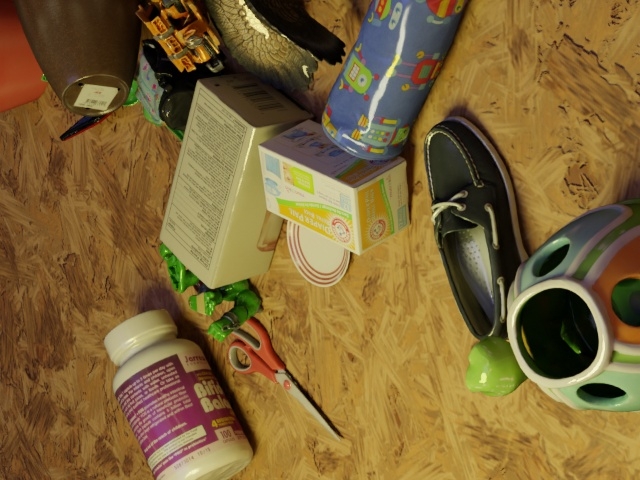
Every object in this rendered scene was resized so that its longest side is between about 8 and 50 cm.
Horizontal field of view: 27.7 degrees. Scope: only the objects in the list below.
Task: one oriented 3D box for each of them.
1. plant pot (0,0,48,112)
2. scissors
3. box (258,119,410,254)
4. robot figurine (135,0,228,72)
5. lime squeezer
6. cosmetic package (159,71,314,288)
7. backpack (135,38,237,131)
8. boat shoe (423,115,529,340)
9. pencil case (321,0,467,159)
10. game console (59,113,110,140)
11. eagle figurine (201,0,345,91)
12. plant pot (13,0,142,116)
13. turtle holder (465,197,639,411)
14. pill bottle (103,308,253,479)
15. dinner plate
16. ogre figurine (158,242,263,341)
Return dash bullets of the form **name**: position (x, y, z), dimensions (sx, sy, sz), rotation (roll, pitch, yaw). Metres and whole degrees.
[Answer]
- **plant pot**: position (-0.661, -0.345, 2.447), dimensions (0.275, 0.243, 0.274), rotation (17, 114, 45)
- **scissors**: position (-0.061, 0.213, 2.093), dimensions (0.297, 0.021, 0.109), rotation (31, 121, 41)
- **box**: position (0.019, -0.078, 1.839), dimensions (0.203, 0.103, 0.114), rotation (26, 134, 42)
- **robot figurine**: position (-0.230, -0.363, 1.963), dimensions (0.211, 0.085, 0.291), rotation (54, -172, -42)
- **lime squeezer**: position (-0.308, -0.230, 2.197), dimensions (0.310, 0.110, 0.058), rotation (29, 108, 5)
- **cosmetic package**: position (-0.132, -0.094, 2.006), dimensions (0.153, 0.129, 0.296), rotation (42, 128, 32)
- **backpack**: position (-0.226, -0.248, 2.063), dimensions (0.182, 0.152, 0.115), rotation (50, 129, 42)
- **boat shoe**: position (0.196, -0.016, 1.682), dimensions (0.114, 0.091, 0.302), rotation (-33, 76, 48)
- **pencil case**: position (0.097, -0.255, 1.705), dimensions (0.133, 0.119, 0.306), rotation (43, 129, 27)
- **game console**: position (-0.415, -0.256, 2.319), dimensions (0.144, 0.124, 0.085), rotation (-17, 114, 50)
- **eagle figurine**: position (-0.082, -0.364, 1.833), dimensions (0.225, 0.226, 0.298), rotation (-8, 90, 29)
- **plant pot**: position (-0.379, -0.323, 2.109), dimensions (0.215, 0.215, 0.230), rotation (-47, 47, 44)
- **turtle holder**: position (0.309, 0.078, 1.477), dimensions (0.320, 0.227, 0.243), rotation (8, 107, 47)
- **pill bottle**: position (-0.250, 0.275, 2.213), dimensions (0.169, 0.169, 0.301), rotation (-46, 66, 45)
- **dinner plate**: position (0.000, 0.000, 1.967), dimensions (0.141, 0.017, 0.141), rotation (17, 114, 44)
- **ogre figurine**: position (-0.172, 0.071, 2.106), dimensions (0.197, 0.118, 0.096), rotation (35, 121, 36)
